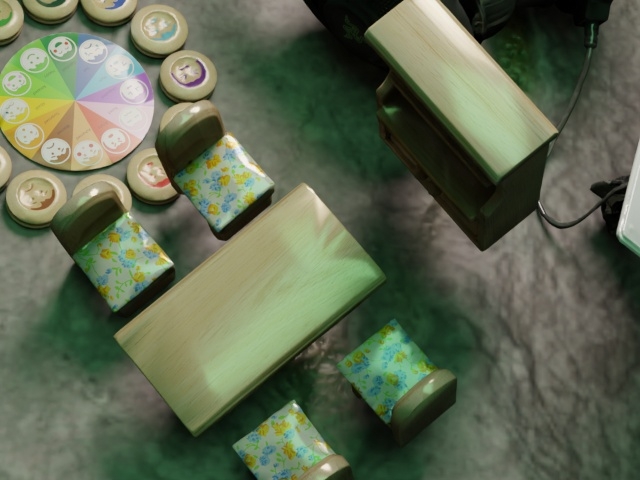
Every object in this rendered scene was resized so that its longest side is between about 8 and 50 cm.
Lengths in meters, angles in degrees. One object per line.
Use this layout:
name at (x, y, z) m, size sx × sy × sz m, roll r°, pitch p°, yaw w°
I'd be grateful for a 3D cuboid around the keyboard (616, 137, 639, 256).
keyboard at (0.218, -0.075, 1.068) m, size 0.072 × 0.014 × 0.256 m, roll 33°, pitch 49°, yaw -13°

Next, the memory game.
memory game at (-0.153, -0.088, 1.157) m, size 0.186 × 0.012 × 0.186 m, roll 4°, pitch 64°, yaw -8°

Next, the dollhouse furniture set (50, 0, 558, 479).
dollhouse furniture set at (0.000, 0.000, 1.028) m, size 0.242 × 0.161 × 0.212 m, roll -39°, pitch 76°, yaw -7°

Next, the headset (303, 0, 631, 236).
headset at (0.114, -0.187, 1.153) m, size 0.243 × 0.185 × 0.394 m, roll -25°, pitch 88°, yaw -19°
